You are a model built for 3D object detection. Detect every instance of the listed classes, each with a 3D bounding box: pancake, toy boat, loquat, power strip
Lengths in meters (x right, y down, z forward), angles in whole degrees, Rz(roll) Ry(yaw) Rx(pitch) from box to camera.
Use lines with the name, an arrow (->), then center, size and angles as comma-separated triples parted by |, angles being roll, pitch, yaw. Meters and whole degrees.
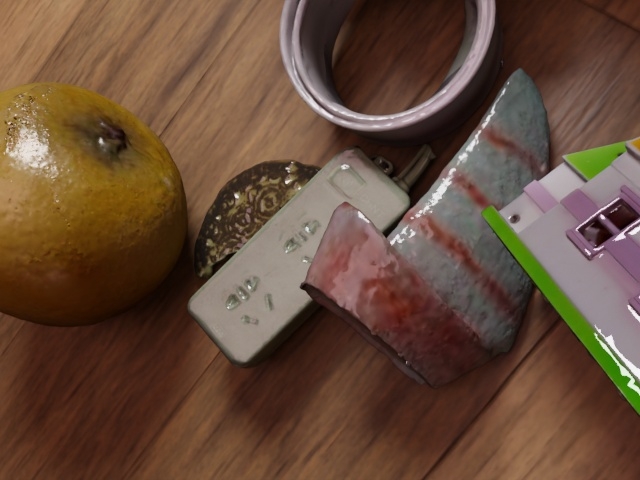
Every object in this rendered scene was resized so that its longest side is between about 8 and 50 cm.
pancake -> -0.049, -0.001, 0.727 | 0.190, 0.020, 0.184 | 41, 97, 27
toy boat -> 0.132, -0.017, 0.602 | 0.206, 0.096, 0.282 | 38, 81, -8
loquat -> -0.272, -0.039, 0.705 | 0.262, 0.263, 0.263 | -5, 77, 23
power strip -> 0.000, 0.000, 0.663 | 0.288, 0.053, 0.093 | -45, 73, 2

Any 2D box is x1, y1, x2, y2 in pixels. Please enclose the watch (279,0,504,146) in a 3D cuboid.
watch -> 0.084, -0.211, 0.623 | 0.244, 0.196, 0.232 | 4, 88, 22

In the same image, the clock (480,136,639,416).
clock -> 0.313, -0.010, 0.457 | 0.309, 0.166, 0.235 | -39, 38, 13
